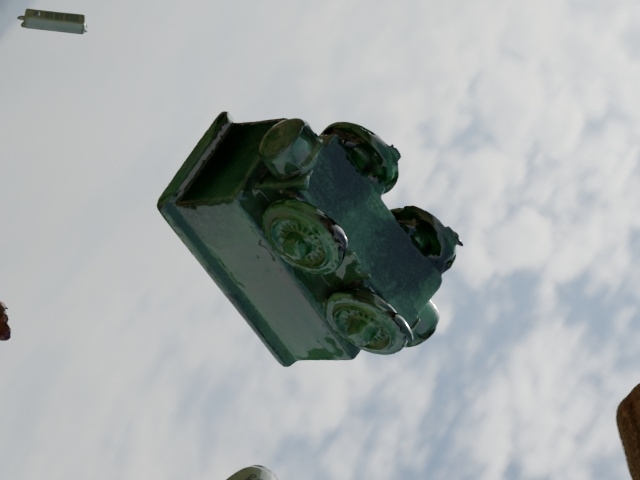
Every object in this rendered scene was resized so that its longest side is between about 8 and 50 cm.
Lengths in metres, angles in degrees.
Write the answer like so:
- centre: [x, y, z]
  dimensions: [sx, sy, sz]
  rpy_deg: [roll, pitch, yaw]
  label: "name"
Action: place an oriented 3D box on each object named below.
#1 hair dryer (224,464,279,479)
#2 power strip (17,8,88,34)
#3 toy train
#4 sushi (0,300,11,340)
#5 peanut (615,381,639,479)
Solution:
- centre: [-0.067, 0.356, 1.864]
  dimensions: [0.219, 0.225, 0.088]
  rpy_deg: [-32, 143, -39]
  label: "hair dryer"
- centre: [-0.316, -0.258, 2.035]
  dimensions: [0.027, 0.083, 0.017]
  rpy_deg: [-102, -160, -57]
  label: "power strip"
- centre: [0.000, 0.000, 1.609]
  dimensions: [0.202, 0.266, 0.145]
  rpy_deg: [-3, -136, 43]
  label: "toy train"
- centre: [-0.363, 0.005, 1.260]
  dimensions: [0.332, 0.130, 0.124]
  rpy_deg: [31, -109, 39]
  label: "sushi"
- centre: [0.357, 0.219, 1.825]
  dimensions: [0.076, 0.076, 0.152]
  rpy_deg: [-44, -134, 48]
  label: "peanut"
